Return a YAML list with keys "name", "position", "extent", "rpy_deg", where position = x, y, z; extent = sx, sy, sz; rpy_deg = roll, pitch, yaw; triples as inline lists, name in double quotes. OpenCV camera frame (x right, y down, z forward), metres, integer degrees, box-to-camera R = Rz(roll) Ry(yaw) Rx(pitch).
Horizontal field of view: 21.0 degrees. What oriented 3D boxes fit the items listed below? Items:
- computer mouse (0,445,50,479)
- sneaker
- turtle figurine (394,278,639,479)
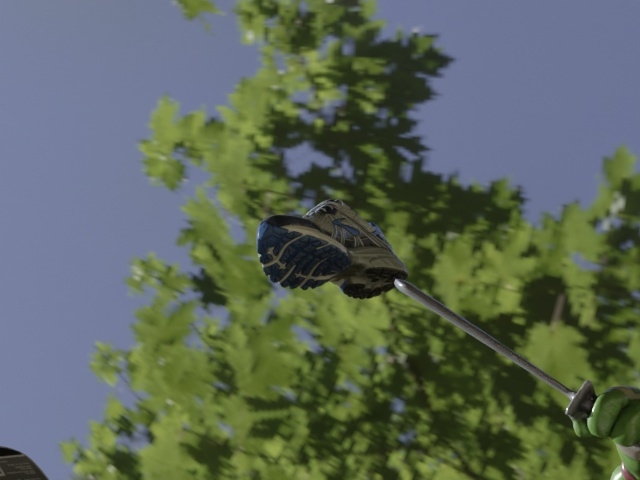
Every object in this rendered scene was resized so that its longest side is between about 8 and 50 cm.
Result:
- name: "computer mouse"
  position: [-0.178, 0.214, 1.112]
  extent: [0.106, 0.193, 0.042]
  rpy_deg: [3, -49, -50]
- name: "sneaker"
  position: [0.000, 0.000, 1.148]
  extent: [0.135, 0.052, 0.058]
  rpy_deg: [20, -136, -50]
- name: "turtle figurine"
  position: [0.151, 0.184, 0.870]
  extent: [0.275, 0.266, 0.197]
  rpy_deg: [36, -101, -29]
